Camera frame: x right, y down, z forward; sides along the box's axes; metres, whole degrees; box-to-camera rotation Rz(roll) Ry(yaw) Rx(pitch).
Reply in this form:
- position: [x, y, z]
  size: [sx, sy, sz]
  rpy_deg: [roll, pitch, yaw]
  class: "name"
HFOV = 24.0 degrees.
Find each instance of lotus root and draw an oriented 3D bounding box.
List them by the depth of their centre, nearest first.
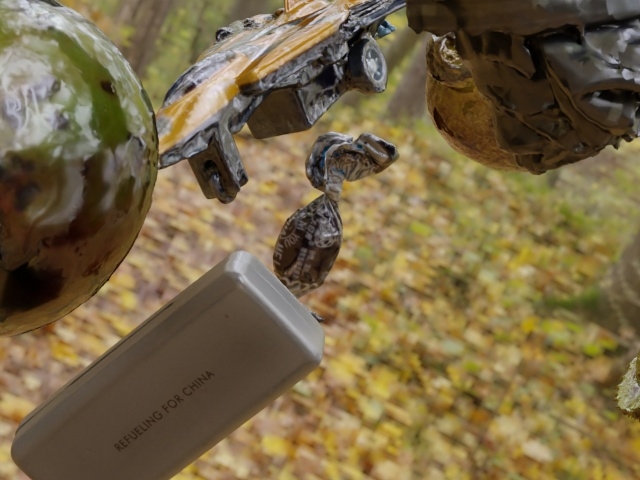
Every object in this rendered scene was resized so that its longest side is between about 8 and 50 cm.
- position: [0.176, -0.142, 1.321]
  size: [0.141, 0.169, 0.314]
  rpy_deg: [23, 14, 24]
  class: "lotus root"

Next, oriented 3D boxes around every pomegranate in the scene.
- position: [-0.137, -0.032, 0.666]
  size: [0.156, 0.156, 0.220]
  rpy_deg: [27, 9, 12]
  class: "pomegranate"

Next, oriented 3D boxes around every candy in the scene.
- position: [0.000, 0.000, 1.401]
  size: [0.094, 0.226, 0.051]
  rpy_deg: [17, 21, -24]
  class: "candy"

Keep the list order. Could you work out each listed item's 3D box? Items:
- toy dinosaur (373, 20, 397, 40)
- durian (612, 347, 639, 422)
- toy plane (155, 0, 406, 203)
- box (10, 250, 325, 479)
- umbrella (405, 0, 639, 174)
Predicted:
- position: [0.054, -0.248, 1.705]
  size: [0.030, 0.083, 0.047]
  rpy_deg: [-39, 103, -51]
  class: "toy dinosaur"
- position: [0.354, 0.103, 1.251]
  size: [0.102, 0.208, 0.146]
  rpy_deg: [52, 41, -20]
  class: "durian"
- position: [-0.032, -0.104, 0.974]
  size: [0.204, 0.103, 0.316]
  rpy_deg: [-10, 30, 31]
  class: "toy plane"
- position: [-0.115, 0.114, 1.117]
  size: [0.103, 0.244, 0.055]
  rpy_deg: [46, 19, -15]
  class: "box"
- position: [0.080, -0.199, 0.635]
  size: [0.154, 0.336, 0.128]
  rpy_deg: [-12, -7, -29]
  class: "umbrella"
